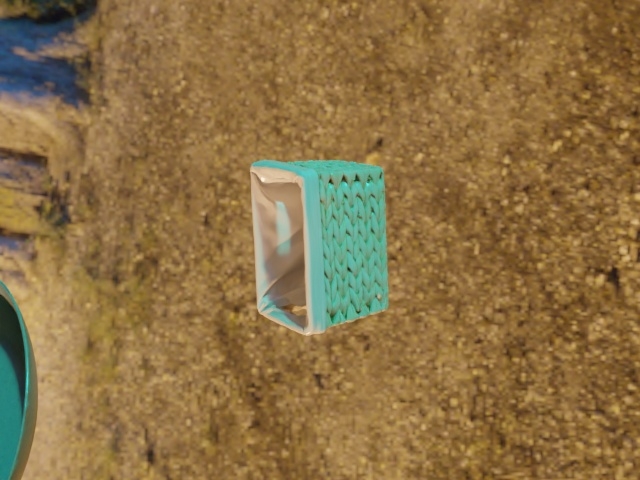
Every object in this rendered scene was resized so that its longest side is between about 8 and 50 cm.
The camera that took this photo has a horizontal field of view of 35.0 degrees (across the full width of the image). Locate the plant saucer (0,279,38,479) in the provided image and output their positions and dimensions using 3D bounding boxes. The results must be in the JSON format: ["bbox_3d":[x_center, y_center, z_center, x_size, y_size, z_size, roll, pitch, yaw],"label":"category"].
[{"bbox_3d":[-0.223,0.115,0.623,0.195,0.037,0.195,-16,64,37],"label":"plant saucer"}]

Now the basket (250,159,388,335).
[{"bbox_3d":[0.000,0.000,1.045,0.113,0.103,0.167,16,112,57],"label":"basket"}]
